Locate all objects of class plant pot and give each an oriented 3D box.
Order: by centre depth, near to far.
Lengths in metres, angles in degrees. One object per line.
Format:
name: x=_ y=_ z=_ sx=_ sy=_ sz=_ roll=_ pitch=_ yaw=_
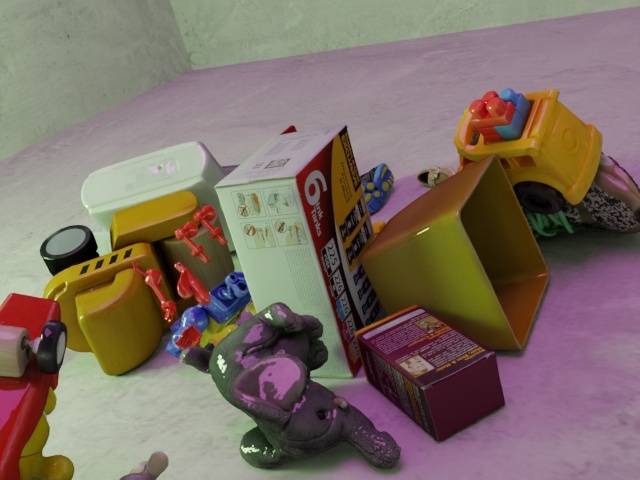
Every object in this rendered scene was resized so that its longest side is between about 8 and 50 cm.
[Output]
plant pot: x=0.186 y=0.032 z=1.203 sx=0.187 sy=0.212 sz=0.212 roll=-17 pitch=18 yaw=34

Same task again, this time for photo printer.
photo printer: x=-0.275 y=-0.052 z=1.627 sx=0.256 sy=0.307 sz=0.107 roll=-15 pitch=62 yaw=10

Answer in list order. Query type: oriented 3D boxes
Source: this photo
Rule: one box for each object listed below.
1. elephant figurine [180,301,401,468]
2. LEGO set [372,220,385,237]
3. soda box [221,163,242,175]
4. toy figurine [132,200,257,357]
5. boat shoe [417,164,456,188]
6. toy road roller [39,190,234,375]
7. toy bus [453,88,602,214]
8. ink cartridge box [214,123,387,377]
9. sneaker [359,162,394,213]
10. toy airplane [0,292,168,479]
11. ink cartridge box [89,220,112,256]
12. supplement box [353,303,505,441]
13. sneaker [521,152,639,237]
elephant figurine: x=-0.042 y=0.200 z=1.030 sx=0.186 sy=0.169 sz=0.239 roll=-41 pitch=34 yaw=15
LEGO set: x=0.123 y=0.011 z=1.431 sx=0.227 sy=0.087 sz=0.093 roll=-14 pitch=22 yaw=9
soda box: x=-0.214 y=-0.117 z=1.863 sx=0.286 sy=0.091 sz=0.098 roll=-12 pitch=15 yaw=-42
toy figurine: x=-0.169 y=0.076 z=1.359 sx=0.362 sy=0.191 sz=0.217 roll=-44 pitch=-4 yaw=-46
boat shoe: x=0.243 y=-0.125 z=1.729 sx=0.045 sy=0.050 sz=0.135 roll=-25 pitch=13 yaw=-13
toy road roller: x=-0.304 y=0.086 z=1.426 sx=0.329 sy=0.203 sz=0.241 roll=-20 pitch=37 yaw=-8
toy bus: x=0.279 y=-0.149 z=1.271 sx=0.220 sy=0.211 sz=0.150 roll=-2 pitch=59 yaw=49
ink cartridge box: x=0.000 y=0.000 z=1.242 sx=0.130 sy=0.310 sz=0.272 roll=-5 pitch=25 yaw=25
sneaker: x=0.096 y=-0.099 z=1.763 sx=0.078 sy=0.067 sz=0.188 roll=-28 pitch=14 yaw=35
toy airplane: x=-0.376 y=0.293 z=0.931 sx=0.384 sy=0.272 sz=0.386 roll=-35 pitch=70 yaw=-22
ink cartridge box: x=-0.408 y=-0.025 z=1.854 sx=0.175 sy=0.072 sz=0.127 roll=-4 pitch=33 yaw=8
supplement box: x=0.135 y=0.162 z=1.066 sx=0.104 sy=0.081 sz=0.188 roll=-23 pitch=23 yaw=-17
sneaker: x=0.354 y=-0.045 z=1.385 sx=0.182 sy=0.158 sz=0.410 roll=-47 pitch=29 yaw=-17
